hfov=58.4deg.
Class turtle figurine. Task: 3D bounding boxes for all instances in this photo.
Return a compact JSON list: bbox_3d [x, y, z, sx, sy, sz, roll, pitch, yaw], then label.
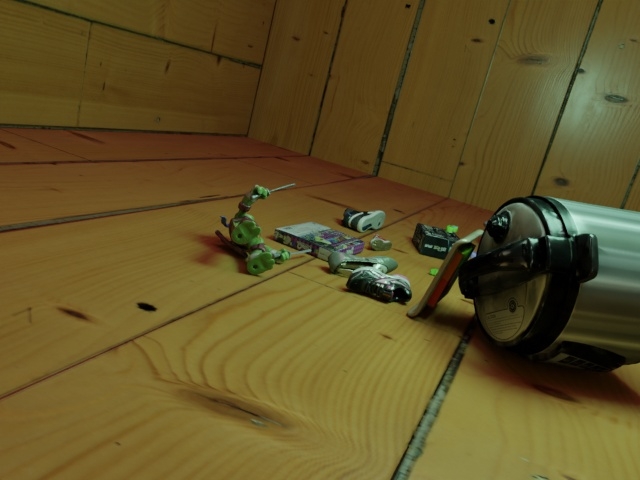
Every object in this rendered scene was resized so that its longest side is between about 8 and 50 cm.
[{"bbox_3d":[-0.135,-0.035,1.492,0.275,0.197,0.266,9,19,-8],"label":"turtle figurine"}]

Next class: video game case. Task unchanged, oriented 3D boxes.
[{"bbox_3d":[0.000,0.000,1.789,0.210,0.041,0.232,21,16,23],"label":"video game case"}]

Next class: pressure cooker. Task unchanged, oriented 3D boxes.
[{"bbox_3d":[0.536,0.087,1.305,0.421,0.369,0.375,9,31,-11],"label":"pressure cooker"}]

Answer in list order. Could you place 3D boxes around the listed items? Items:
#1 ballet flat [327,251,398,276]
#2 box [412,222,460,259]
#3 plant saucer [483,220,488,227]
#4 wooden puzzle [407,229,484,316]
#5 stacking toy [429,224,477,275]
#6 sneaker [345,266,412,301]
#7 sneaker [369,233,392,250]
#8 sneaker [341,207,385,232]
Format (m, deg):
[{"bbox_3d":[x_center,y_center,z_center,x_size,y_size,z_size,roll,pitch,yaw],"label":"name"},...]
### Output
[{"bbox_3d":[0.121,0.080,1.596,0.213,0.072,0.068,9,43,-18],"label":"ballet flat"},{"bbox_3d":[0.431,0.006,2.110,0.148,0.077,0.180,13,14,-5],"label":"box"},{"bbox_3d":[0.874,0.021,2.416,0.401,0.100,0.400,15,11,-3],"label":"plant saucer"},{"bbox_3d":[0.323,0.083,1.435,0.044,0.238,0.221,37,21,17],"label":"wooden puzzle"},{"bbox_3d":[0.464,0.045,1.825,0.221,0.166,0.052,8,16,-28],"label":"stacking toy"},{"bbox_3d":[0.156,0.118,1.457,0.178,0.071,0.077,5,27,-14],"label":"sneaker"},{"bbox_3d":[0.188,0.005,1.953,0.067,0.042,0.118,31,14,36],"label":"sneaker"},{"bbox_3d":[0.159,-0.092,2.213,0.121,0.079,0.217,24,18,26],"label":"sneaker"}]
